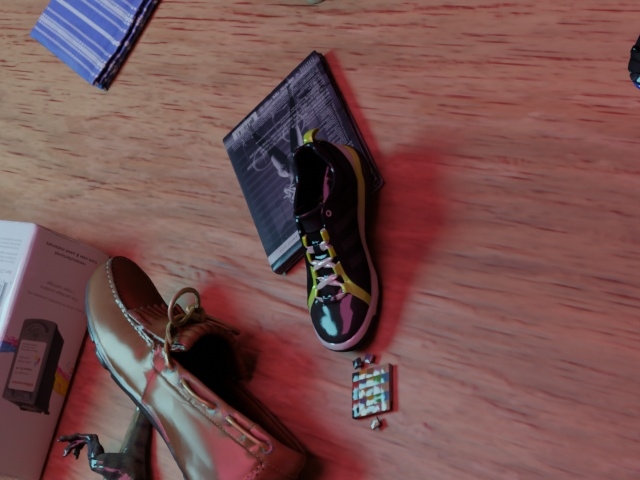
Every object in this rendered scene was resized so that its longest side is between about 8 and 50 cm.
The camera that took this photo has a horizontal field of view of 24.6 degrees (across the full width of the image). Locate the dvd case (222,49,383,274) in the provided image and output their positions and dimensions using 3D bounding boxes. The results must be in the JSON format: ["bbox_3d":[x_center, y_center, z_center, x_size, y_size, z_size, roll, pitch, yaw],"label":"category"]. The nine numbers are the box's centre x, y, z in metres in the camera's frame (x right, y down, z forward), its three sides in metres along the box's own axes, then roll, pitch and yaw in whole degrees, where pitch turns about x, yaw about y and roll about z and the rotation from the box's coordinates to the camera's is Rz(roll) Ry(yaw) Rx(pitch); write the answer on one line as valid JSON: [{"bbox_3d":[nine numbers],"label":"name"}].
[{"bbox_3d":[-0.025,-0.091,1.673,0.164,0.018,0.221,-42,47,22],"label":"dvd case"}]

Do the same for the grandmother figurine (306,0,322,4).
[{"bbox_3d":[-0.098,-0.374,1.638,0.207,0.342,0.104,-12,63,40],"label":"grandmother figurine"}]

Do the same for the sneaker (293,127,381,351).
[{"bbox_3d":[0.000,0.000,1.532,0.084,0.097,0.235,-16,69,34],"label":"sneaker"}]

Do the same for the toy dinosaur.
[{"bbox_3d":[-0.243,0.269,1.690,0.118,0.064,0.268,-10,61,27],"label":"toy dinosaur"}]

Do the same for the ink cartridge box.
[{"bbox_3d":[-0.421,0.133,1.877,0.226,0.131,0.306,7,78,46],"label":"ink cartridge box"}]

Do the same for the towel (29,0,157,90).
[{"bbox_3d":[-0.281,-0.394,2.054,0.243,0.040,0.336,38,100,48],"label":"towel"}]

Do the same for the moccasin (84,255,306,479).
[{"bbox_3d":[-0.138,0.137,1.588,0.147,0.139,0.380,-51,44,13],"label":"moccasin"}]

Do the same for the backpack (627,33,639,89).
[{"bbox_3d":[0.335,-0.152,1.284,0.120,0.101,0.098,22,86,52],"label":"backpack"}]

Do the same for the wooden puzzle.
[{"bbox_3d":[0.052,0.152,1.490,0.049,0.006,0.083,-20,58,38],"label":"wooden puzzle"}]
